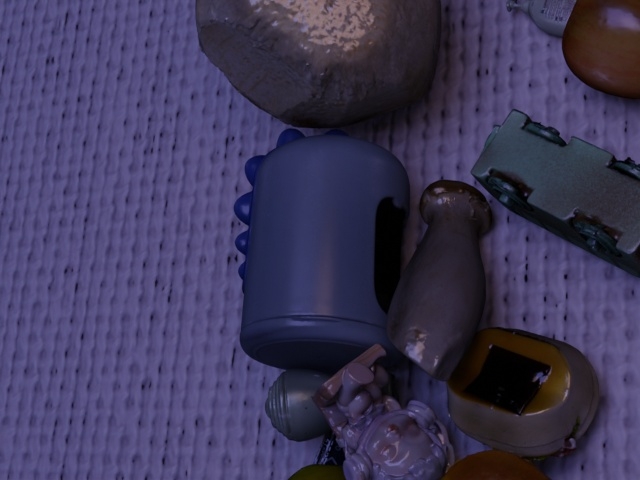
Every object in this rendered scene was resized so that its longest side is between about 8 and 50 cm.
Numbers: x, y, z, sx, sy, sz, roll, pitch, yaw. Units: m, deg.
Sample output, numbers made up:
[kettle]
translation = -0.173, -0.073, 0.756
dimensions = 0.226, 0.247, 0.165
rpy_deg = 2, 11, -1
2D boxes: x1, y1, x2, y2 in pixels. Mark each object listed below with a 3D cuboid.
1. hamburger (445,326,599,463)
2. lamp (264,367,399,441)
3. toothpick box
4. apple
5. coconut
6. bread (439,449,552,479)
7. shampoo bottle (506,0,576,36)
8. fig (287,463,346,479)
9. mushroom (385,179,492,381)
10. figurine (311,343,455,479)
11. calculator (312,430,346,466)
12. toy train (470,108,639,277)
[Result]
[hamburger]
translation = 0.266, 0.204, 1.823
dimensions = 0.210, 0.116, 0.173
rpy_deg = 12, 67, 39
[lamp]
translation = 0.015, 0.229, 1.949
dimensions = 0.193, 0.106, 0.106
rpy_deg = -9, 66, 5
[toothpick box]
translation = 0.000, 0.000, 1.973
dimensions = 0.263, 0.263, 0.354
rpy_deg = -7, 68, 29
[apple]
translation = 0.433, -0.284, 1.866
dimensions = 0.199, 0.199, 0.199
rpy_deg = -11, 67, 28
[coconut]
translation = 0.002, -0.338, 2.033
dimensions = 0.345, 0.415, 0.415
rpy_deg = -42, 56, 1
[bread]
translation = 0.252, 0.402, 1.712
dimensions = 0.204, 0.156, 0.288
rpy_deg = -43, 60, 7
[shampoo bottle]
translation = 0.343, -0.340, 2.012
dimensions = 0.152, 0.045, 0.077
rpy_deg = 12, 81, 32
[fig]
translation = 0.003, 0.380, 1.880
dimensions = 0.153, 0.120, 0.136
rpy_deg = -40, 52, -12
[mushroom]
translation = 0.166, 0.058, 1.866
dimensions = 0.128, 0.128, 0.350
rpy_deg = -12, 42, 27
[figurine]
translation = 0.094, 0.267, 1.829
dimensions = 0.163, 0.141, 0.236
rpy_deg = -29, 84, -27
[calculator]
translation = 0.091, 0.374, 1.911
dimensions = 0.274, 0.028, 0.165
rpy_deg = 20, 83, 35
[toy train]
translation = 0.359, -0.056, 1.832
dimensions = 0.326, 0.159, 0.129
rpy_deg = 31, 87, 39
